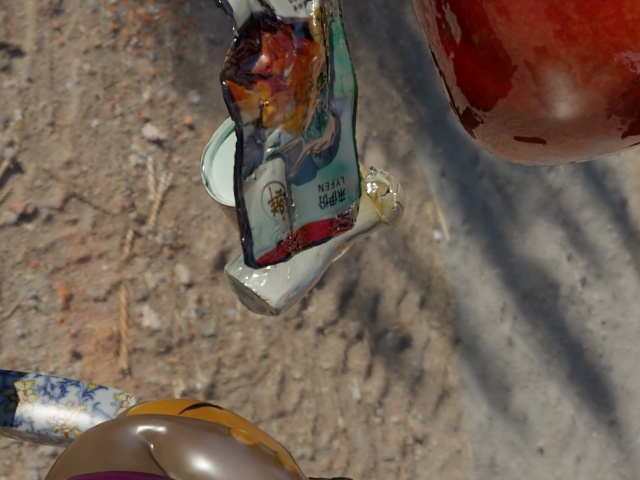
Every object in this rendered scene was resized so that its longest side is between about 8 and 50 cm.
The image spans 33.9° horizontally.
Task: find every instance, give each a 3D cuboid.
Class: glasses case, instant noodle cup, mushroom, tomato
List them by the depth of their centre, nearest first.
[{"bbox_3d":[0.219,-0.215,0.819,0.325,0.290,0.293,-150,-138,-73],"label":"tomato"},{"bbox_3d":[0.000,-0.001,1.178,0.223,0.092,0.081,-34,101,-13],"label":"mushroom"},{"bbox_3d":[-0.362,0.222,1.375,0.065,0.248,0.087,91,11,-52],"label":"glasses case"},{"bbox_3d":[-0.061,-0.085,1.563,0.182,0.230,0.230,46,40,-55],"label":"instant noodle cup"}]

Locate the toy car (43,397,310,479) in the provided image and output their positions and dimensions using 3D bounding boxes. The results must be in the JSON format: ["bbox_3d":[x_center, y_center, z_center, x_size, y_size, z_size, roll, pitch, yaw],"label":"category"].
[{"bbox_3d":[-0.124,0.264,0.683,0.271,0.341,0.240,31,14,-7],"label":"toy car"}]

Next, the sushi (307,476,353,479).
[{"bbox_3d":[0.033,0.394,1.287,0.147,0.115,0.212,-9,86,-20],"label":"sushi"}]

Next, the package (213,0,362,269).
[{"bbox_3d":[-0.018,-0.104,0.823,0.166,0.040,0.232,-21,108,-52],"label":"package"}]
